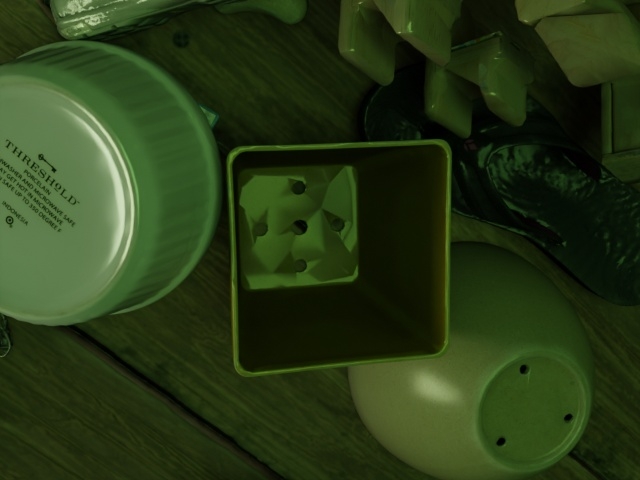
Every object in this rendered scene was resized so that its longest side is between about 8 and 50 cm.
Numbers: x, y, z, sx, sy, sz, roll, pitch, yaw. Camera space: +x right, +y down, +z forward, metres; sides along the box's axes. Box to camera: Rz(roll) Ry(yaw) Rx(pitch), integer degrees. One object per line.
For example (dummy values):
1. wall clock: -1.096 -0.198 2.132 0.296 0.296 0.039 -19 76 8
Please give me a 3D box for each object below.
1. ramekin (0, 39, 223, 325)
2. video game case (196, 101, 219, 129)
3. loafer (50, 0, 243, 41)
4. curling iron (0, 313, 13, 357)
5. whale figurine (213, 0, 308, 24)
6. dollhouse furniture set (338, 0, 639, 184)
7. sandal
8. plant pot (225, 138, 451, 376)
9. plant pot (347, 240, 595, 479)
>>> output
1. ramekin: -0.237 -0.046 0.801 0.272 0.127 0.273 3 104 13
2. video game case: -0.197 -0.089 0.918 0.119 0.015 0.166 29 91 -18
3. loafer: -0.118 -0.266 0.794 0.319 0.112 0.112 -9 100 22
4. curling iron: -0.402 0.186 0.901 0.068 0.035 0.274 30 91 -17
5. whale figurine: -0.046 -0.359 0.861 0.216 0.141 0.272 10 120 12
6. dollhouse furniture set: 0.280 -0.248 0.804 0.394 0.362 0.257 25 64 -45
7. sandal: 0.251 -0.067 0.992 0.445 0.107 0.168 27 92 -17
8. plant pot: 0.000 0.000 0.896 0.212 0.187 0.212 -4 101 -14
9. plant pot: 0.192 0.156 0.974 0.284 0.191 0.284 -3 100 -15
